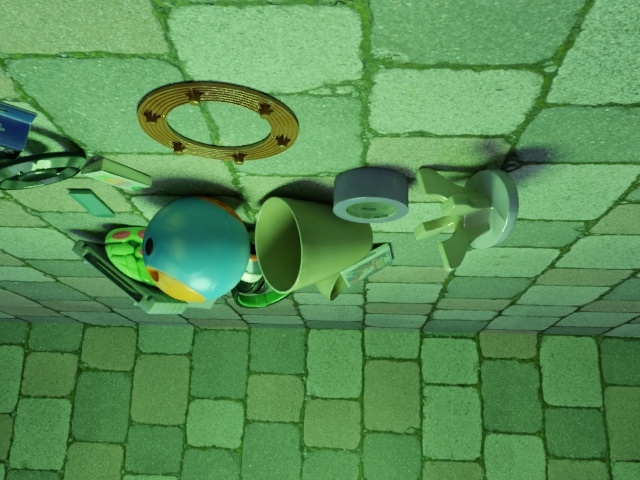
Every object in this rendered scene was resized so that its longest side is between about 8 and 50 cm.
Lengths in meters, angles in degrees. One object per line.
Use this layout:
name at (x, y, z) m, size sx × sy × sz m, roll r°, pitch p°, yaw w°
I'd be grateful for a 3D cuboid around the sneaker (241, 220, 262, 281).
sneaker at (-0.311, -0.013, 1.953) m, size 0.350 × 0.148 × 0.131 m, roll 25°, pitch -159°, yaw -12°

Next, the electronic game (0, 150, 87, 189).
electronic game at (-0.656, -0.163, 1.494) m, size 0.229 × 0.048 × 0.229 m, roll -15°, pitch 179°, yaw 0°

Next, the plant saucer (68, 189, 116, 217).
plant saucer at (-0.643, -0.104, 1.835) m, size 0.067 × 0.018 × 0.192 m, roll 1°, pitch 162°, yaw 4°

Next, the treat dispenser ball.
treat dispenser ball at (-0.334, 0.022, 1.751) m, size 0.288 × 0.288 × 0.288 m, roll 2°, pitch 163°, yaw 1°

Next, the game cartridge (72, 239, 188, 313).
game cartridge at (-0.620, 0.126, 2.126) m, size 0.355 × 0.068 × 0.230 m, roll 35°, pitch 179°, yaw 17°

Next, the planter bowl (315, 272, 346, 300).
planter bowl at (0.031, 0.115, 2.261) m, size 0.109 × 0.162 × 0.162 m, roll 29°, pitch 169°, yaw 16°

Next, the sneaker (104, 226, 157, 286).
sneaker at (-0.510, 0.088, 2.166) m, size 0.202 × 0.185 × 0.482 m, roll -12°, pitch 155°, yaw 43°

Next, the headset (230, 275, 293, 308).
headset at (-0.162, 0.128, 2.178) m, size 0.243 × 0.185 × 0.394 m, roll -9°, pitch 145°, yaw -24°

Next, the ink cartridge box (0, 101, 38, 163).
ink cartridge box at (-0.752, -0.218, 1.409) m, size 0.165 × 0.065 × 0.332 m, roll 16°, pitch 157°, yaw -36°

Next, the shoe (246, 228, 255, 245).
shoe at (-0.281, 0.001, 2.058) m, size 0.219 × 0.058 × 0.076 m, roll -4°, pitch 161°, yaw 20°

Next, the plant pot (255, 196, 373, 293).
plant pot at (0.000, 0.000, 1.775) m, size 0.274 × 0.256 × 0.256 m, roll -6°, pitch 169°, yaw -32°

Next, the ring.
ring at (-0.212, -0.231, 1.356) m, size 0.336 × 0.032 × 0.336 m, roll 1°, pitch 163°, yaw 0°

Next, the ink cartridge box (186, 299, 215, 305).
ink cartridge box at (-0.553, 0.165, 2.497) m, size 0.309 × 0.130 × 0.272 m, roll 7°, pitch 160°, yaw -16°

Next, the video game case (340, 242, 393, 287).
video game case at (0.158, 0.087, 2.204) m, size 0.183 × 0.023 × 0.201 m, roll -29°, pitch 160°, yaw 0°

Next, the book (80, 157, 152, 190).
book at (-0.510, -0.161, 1.621) m, size 0.096 × 0.035 × 0.144 m, roll -7°, pitch 162°, yaw 39°

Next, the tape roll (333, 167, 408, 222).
tape roll at (0.126, -0.110, 1.623) m, size 0.189 × 0.080 × 0.189 m, roll 1°, pitch 162°, yaw 0°

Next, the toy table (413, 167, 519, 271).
toy table at (0.334, -0.060, 1.531) m, size 0.160 × 0.252 × 0.274 m, roll -10°, pitch 153°, yaw -14°
